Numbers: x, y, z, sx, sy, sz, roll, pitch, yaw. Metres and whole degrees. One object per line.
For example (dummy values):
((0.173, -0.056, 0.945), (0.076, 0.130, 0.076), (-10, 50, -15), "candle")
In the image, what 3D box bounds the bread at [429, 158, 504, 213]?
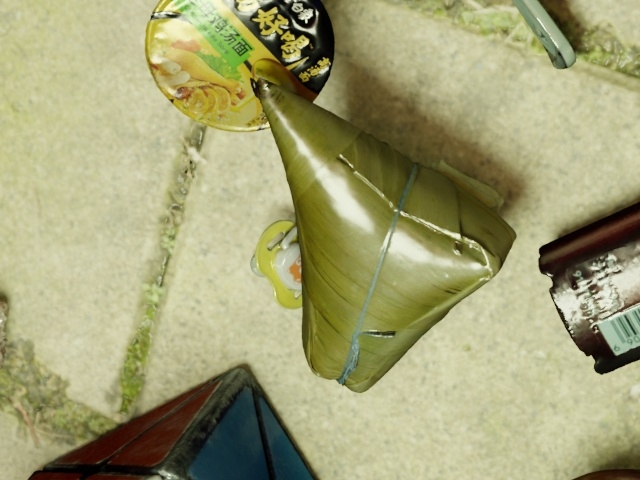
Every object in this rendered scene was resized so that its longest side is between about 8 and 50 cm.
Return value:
((0.111, -0.021, 1.565), (0.070, 0.035, 0.083), (27, 118, 6), "bread")

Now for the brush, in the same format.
((0.131, -0.270, 1.478), (0.060, 0.068, 0.297), (-37, 100, -1), "brush")

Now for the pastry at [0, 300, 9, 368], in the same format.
((-0.404, 0.126, 1.697), (0.265, 0.103, 0.112), (-11, 97, 19), "pastry")

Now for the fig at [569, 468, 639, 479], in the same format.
((0.284, 0.303, 1.533), (0.224, 0.224, 0.263), (-39, 84, 21), "fig")

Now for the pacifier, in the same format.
((-0.034, 0.018, 1.609), (0.064, 0.068, 0.083), (4, 133, 46), "pacifier")

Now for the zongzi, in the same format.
((0.000, 0.000, 1.517), (0.256, 0.115, 0.228), (32, 131, -13), "zongzi")

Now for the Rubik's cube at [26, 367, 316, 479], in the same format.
((-0.134, 0.304, 1.605), (0.255, 0.259, 0.260), (-29, 97, 21), "Rubik's cube")

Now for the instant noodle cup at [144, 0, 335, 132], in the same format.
((-0.062, -0.179, 1.498), (0.151, 0.122, 0.151), (1, 120, 2), "instant noodle cup")

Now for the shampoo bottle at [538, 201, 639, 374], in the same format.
((0.346, -0.006, 1.489), (0.323, 0.084, 0.129), (-27, 101, 18), "shampoo bottle")
